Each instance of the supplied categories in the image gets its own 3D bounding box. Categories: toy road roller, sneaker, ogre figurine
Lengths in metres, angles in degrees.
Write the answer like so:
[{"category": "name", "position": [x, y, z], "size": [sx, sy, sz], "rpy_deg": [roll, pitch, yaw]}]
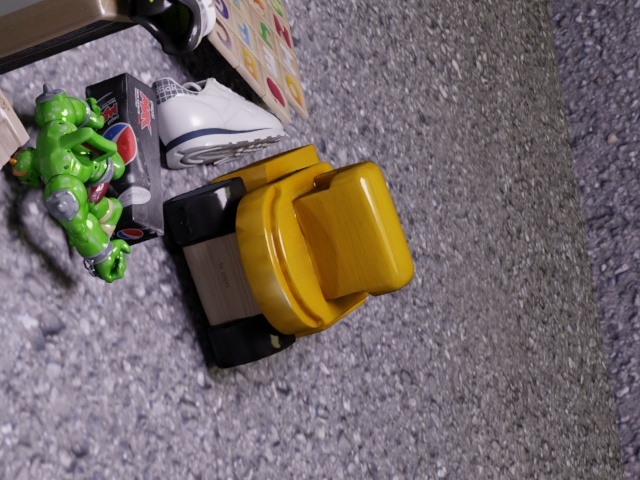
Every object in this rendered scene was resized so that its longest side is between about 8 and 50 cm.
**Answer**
[{"category": "toy road roller", "position": [0.000, 0.000, 1.758], "size": [0.329, 0.240, 0.202], "rpy_deg": [-31, 104, -64]}, {"category": "sneaker", "position": [-0.112, -0.142, 1.804], "size": [0.095, 0.090, 0.235], "rpy_deg": [66, 22, 8]}, {"category": "sneaker", "position": [-0.144, -0.230, 1.352], "size": [0.075, 0.063, 0.170], "rpy_deg": [-82, 151, -50]}, {"category": "ogre figurine", "position": [-0.232, -0.069, 1.499], "size": [0.118, 0.096, 0.197], "rpy_deg": [52, 42, -60]}]

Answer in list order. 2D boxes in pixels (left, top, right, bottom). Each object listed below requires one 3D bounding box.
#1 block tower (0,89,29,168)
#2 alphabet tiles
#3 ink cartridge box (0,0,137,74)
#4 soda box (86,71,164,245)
[{"category": "block tower", "position": [-0.352, -0.026, 1.230], "size": [0.091, 0.097, 0.335], "rpy_deg": [63, 29, -23]}, {"category": "alphabet tiles", "position": [-0.104, -0.305, 1.904], "size": [0.285, 0.011, 0.342], "rpy_deg": [47, 23, -43]}, {"category": "ink cartridge box", "position": [-0.278, -0.283, 1.410], "size": [0.088, 0.193, 0.235], "rpy_deg": [-13, 87, -65]}, {"category": "soda box", "position": [-0.201, -0.083, 1.615], "size": [0.060, 0.053, 0.169], "rpy_deg": [30, 49, -56]}]
